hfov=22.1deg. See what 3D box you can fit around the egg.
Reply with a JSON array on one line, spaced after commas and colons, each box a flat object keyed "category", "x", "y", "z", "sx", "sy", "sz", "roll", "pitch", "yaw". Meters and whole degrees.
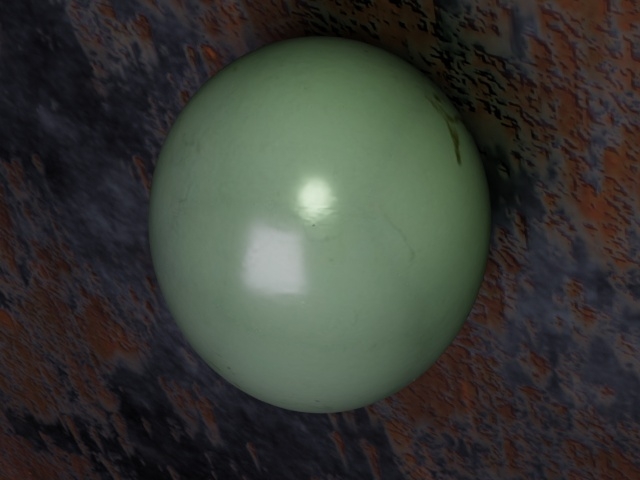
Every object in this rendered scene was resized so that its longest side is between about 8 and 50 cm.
[{"category": "egg", "x": 0.000, "y": 0.000, "z": 0.892, "sx": 0.183, "sy": 0.183, "sz": 0.264, "roll": 27, "pitch": 154, "yaw": 15}]
